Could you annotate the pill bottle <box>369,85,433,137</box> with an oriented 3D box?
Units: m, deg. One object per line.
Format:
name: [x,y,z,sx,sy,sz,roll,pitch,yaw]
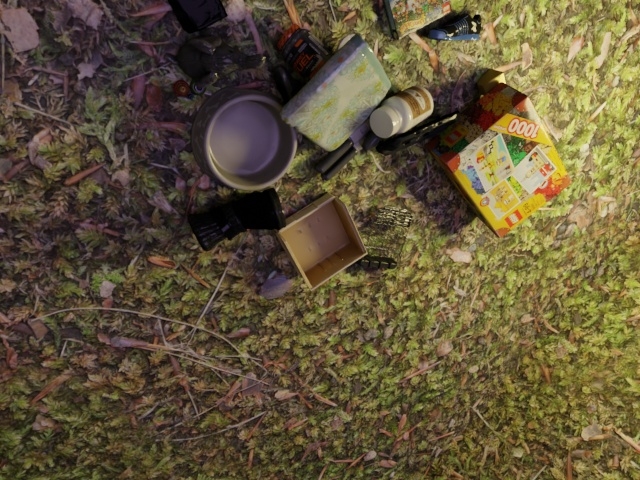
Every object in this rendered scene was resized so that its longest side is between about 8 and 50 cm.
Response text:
pill bottle: [0.282,-0.448,1.724,0.229,0.131,0.131,-35,126,-34]

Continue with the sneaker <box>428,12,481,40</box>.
sneaker: [0.481,-0.763,1.754,0.232,0.081,0.091,-14,116,-29]

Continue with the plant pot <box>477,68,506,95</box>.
plant pot: [0.663,-0.608,1.917,0.083,0.081,0.082,-31,123,-2]

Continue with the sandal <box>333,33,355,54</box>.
sandal: [0.076,-0.567,1.645,0.101,0.076,0.265,-25,143,-17]

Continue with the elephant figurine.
elephant figurine: [-0.299,-0.508,1.376,0.186,0.239,0.169,-48,125,1]

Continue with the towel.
towel: [0.064,-0.441,1.545,0.320,0.090,0.374,-45,163,11]

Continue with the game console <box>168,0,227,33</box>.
game console: [-0.275,-0.762,1.391,0.361,0.044,0.213,-32,125,-9]

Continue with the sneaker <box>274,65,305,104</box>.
sneaker: [-0.059,-0.490,1.602,0.130,0.087,0.227,-41,127,-7]

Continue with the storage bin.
storage bin: [0.000,0.000,1.836,0.262,0.123,0.260,-33,124,-9]

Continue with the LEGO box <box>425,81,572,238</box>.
LEGO box: [0.720,-0.308,1.971,0.372,0.193,0.500,-40,125,11]

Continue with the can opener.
can opener: [0.110,-0.323,1.756,0.283,0.095,0.076,-45,124,-10]

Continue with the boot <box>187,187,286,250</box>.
boot: [-0.268,-0.060,1.547,0.260,0.348,0.131,-23,101,-20]

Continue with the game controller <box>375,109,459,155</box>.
game controller: [0.359,-0.401,1.808,0.319,0.166,0.067,-26,88,-15]

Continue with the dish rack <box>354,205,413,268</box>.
dish rack: [0.258,-0.011,1.995,0.208,0.074,0.272,7,108,-30]

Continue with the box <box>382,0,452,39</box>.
box: [0.329,-0.811,1.671,0.233,0.044,0.159,-31,123,-11]

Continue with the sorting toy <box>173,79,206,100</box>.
sorting toy: [-0.389,-0.453,1.475,0.101,0.042,0.061,-13,118,-22]

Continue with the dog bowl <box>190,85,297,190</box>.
dog bowl: [-0.233,-0.319,1.582,0.348,0.102,0.349,-11,118,-22]

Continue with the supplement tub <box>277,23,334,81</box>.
supplement tub: [-0.036,-0.570,1.525,0.190,0.117,0.117,41,91,-7]
